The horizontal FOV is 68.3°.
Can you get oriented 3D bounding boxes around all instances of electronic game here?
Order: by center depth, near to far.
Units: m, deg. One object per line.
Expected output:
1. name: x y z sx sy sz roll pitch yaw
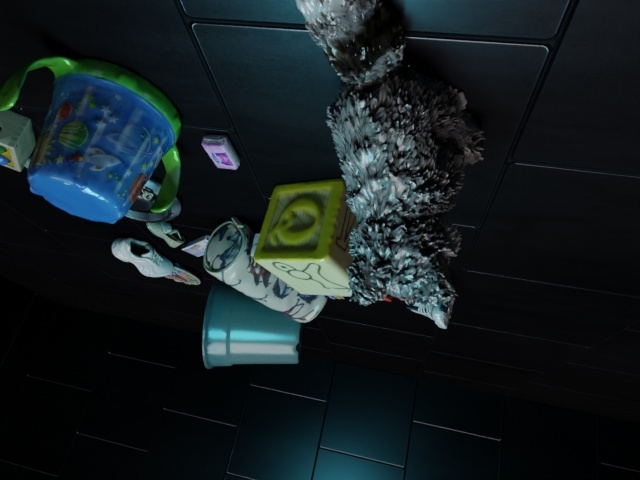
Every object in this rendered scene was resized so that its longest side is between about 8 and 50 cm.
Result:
1. electronic game: -0.479 -0.113 1.232 0.229 0.048 0.229 5 152 3

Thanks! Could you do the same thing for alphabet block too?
1. alphabet block: 0.000 0.000 1.044 0.192 0.194 0.197 -3 152 30

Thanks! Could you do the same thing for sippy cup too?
1. sippy cup: -0.402 -0.163 0.858 0.305 0.224 0.240 22 155 -18

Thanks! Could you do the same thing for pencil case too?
1. pencil case: -0.149 0.093 1.385 0.410 0.184 0.159 36 176 -41

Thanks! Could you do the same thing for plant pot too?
1. plant pot: -0.234 0.321 1.772 0.333 0.342 0.341 4 156 0

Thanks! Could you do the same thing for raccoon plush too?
1. raccoon plush: 0.057 -0.096 0.660 0.216 0.299 0.446 -11 146 45

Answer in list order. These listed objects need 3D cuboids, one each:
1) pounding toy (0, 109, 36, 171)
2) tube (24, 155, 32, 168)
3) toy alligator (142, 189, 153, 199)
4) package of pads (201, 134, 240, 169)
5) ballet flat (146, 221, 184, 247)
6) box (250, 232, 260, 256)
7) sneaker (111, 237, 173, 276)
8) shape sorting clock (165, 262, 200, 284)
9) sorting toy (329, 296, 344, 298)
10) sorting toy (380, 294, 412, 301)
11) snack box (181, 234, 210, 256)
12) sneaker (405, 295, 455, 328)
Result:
1. pounding toy: -0.764 -0.229 1.071 0.180 0.094 0.206 22 155 -18
2. tube: -0.690 -0.187 1.194 0.206 0.052 0.080 8 147 28
3. toy alligator: -0.437 -0.164 1.089 0.051 0.056 0.190 49 162 24
4. package of pads: -0.199 -0.179 0.951 0.050 0.032 0.083 8 156 16
5. ballet flat: -0.464 -0.031 1.428 0.052 0.057 0.168 -19 155 3
6. box: -0.053 0.060 1.325 0.067 0.063 0.324 -6 157 40
7. sneaker: -0.606 0.062 1.654 0.115 0.091 0.232 -12 147 40
8. shape sorting clock: -0.570 0.132 1.849 0.206 0.040 0.206 11 156 5
9. sorting toy: 0.046 0.194 1.682 0.061 0.012 0.083 3 155 25
10. sorting toy: 0.156 0.093 1.296 0.255 0.090 0.257 -7 149 40
11. snack box: -0.379 0.019 1.510 0.064 0.022 0.178 28 153 -32
12. sneaker: 0.301 0.181 1.356 0.152 0.094 0.235 12 -169 19
